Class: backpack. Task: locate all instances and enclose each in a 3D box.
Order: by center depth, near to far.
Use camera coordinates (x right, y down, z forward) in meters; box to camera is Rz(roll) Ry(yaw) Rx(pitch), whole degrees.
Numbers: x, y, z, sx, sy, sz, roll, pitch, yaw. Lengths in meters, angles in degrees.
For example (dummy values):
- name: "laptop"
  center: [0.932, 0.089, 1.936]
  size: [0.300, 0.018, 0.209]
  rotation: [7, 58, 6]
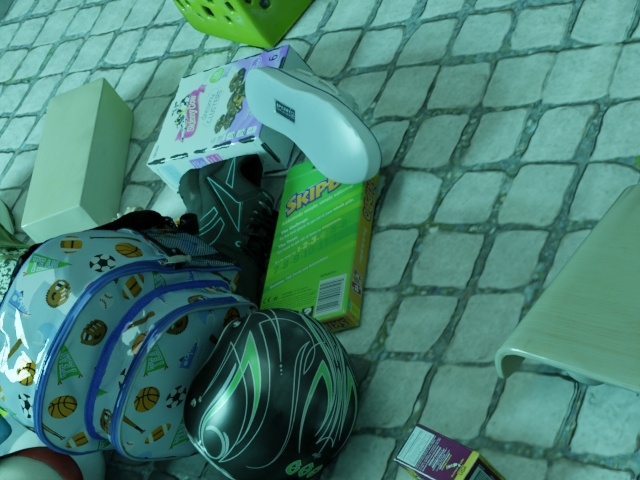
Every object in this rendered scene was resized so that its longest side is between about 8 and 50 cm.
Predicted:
- name: "backpack"
  center: [-0.214, 0.113, 1.332]
  size: [0.213, 0.263, 0.276]
  rotation: [24, 102, 39]

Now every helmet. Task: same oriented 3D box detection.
- name: "helmet"
  center: [-0.041, 0.154, 1.266]
  size: [0.161, 0.169, 0.169]
  rotation: [-57, 36, 11]

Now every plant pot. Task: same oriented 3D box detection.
- name: "plant pot"
  center: [-0.124, -0.441, 1.857]
  size: [0.227, 0.207, 0.228]
  rotation: [23, 73, 50]

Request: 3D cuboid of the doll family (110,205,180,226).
- name: "doll family"
  center: [-0.222, 0.046, 1.594]
  size: [0.163, 0.118, 0.263]
  rotation: [-48, 19, 5]

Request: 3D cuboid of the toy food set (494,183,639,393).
- name: "toy food set"
  center: [0.324, 0.072, 1.088]
  size: [0.306, 0.092, 0.219]
  rotation: [15, 55, 47]

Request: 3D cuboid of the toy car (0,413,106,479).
- name: "toy car"
  center: [-0.325, 0.283, 1.419]
  size: [0.210, 0.219, 0.238]
  rotation: [-38, 4, 20]

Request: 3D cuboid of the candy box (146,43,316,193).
- name: "candy box"
  center: [-0.119, -0.161, 1.701]
  size: [0.196, 0.070, 0.164]
  rotation: [-11, 49, 35]

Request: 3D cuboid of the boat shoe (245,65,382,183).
- name: "boat shoe"
  center: [0.007, -0.151, 1.519]
  size: [0.084, 0.095, 0.258]
  rotation: [-15, 39, -31]

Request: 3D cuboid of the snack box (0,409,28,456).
- name: "snack box"
  center: [-0.354, 0.167, 1.580]
  size: [0.174, 0.070, 0.207]
  rotation: [-40, 27, 0]

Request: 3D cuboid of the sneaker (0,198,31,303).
- name: "sneaker"
  center: [-0.519, 0.004, 1.819]
  size: [0.158, 0.182, 0.410]
  rotation: [-48, 38, -5]

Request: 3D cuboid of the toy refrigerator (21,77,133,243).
- name: "toy refrigerator"
  center: [-0.346, -0.104, 1.840]
  size: [0.102, 0.094, 0.269]
  rotation: [-19, 44, 19]

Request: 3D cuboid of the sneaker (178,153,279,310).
- name: "sneaker"
  center: [-0.102, -0.012, 1.526]
  size: [0.106, 0.101, 0.267]
  rotation: [-25, 46, 8]

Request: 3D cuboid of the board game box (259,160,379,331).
- name: "board game box"
  center: [0.000, 0.000, 1.474]
  size: [0.124, 0.039, 0.259]
  rotation: [-17, 47, 30]

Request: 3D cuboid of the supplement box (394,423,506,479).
- name: "supplement box"
  center: [0.118, 0.209, 1.156]
  size: [0.083, 0.055, 0.043]
  rotation: [19, 70, 50]
